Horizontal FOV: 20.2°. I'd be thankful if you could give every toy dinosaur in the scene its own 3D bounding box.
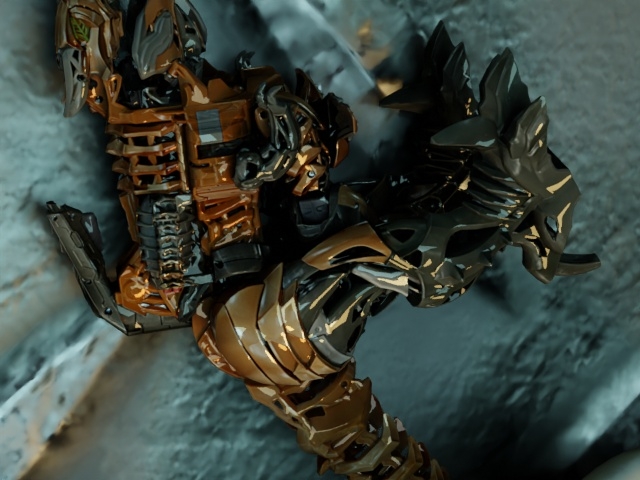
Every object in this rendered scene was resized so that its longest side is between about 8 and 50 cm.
[{"bbox_3d":[0.000,0.000,0.851,0.218,0.164,0.322,-30,127,-3],"label":"toy dinosaur"}]

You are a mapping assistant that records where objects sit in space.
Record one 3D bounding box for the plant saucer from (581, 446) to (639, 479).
[{"bbox_3d":[0.120,0.296,0.894,0.400,0.100,0.401,-11,103,-55],"label":"plant saucer"}]
